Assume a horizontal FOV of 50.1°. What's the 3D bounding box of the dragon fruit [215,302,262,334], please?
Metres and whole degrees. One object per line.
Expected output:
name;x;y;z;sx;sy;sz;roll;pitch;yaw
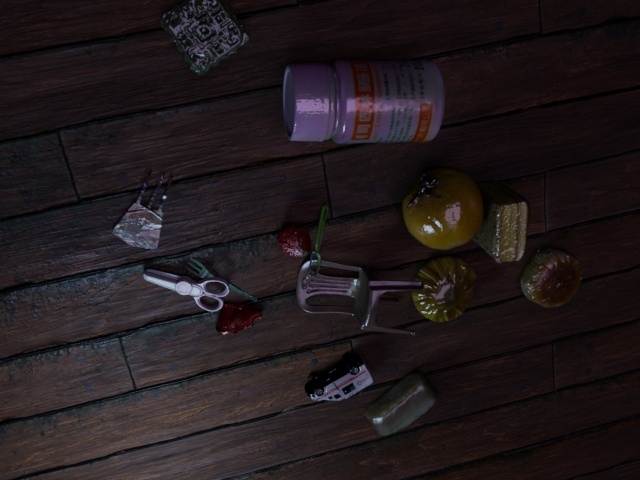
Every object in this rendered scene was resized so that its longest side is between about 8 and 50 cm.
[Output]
dragon fruit;-0.237;0.239;2.004;0.131;0.063;0.097;5;109;-14

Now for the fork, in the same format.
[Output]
fork;-0.279;0.122;1.974;0.235;0.021;0.039;31;104;-20

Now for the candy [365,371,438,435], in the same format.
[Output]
candy;0.261;0.524;2.196;0.234;0.102;0.104;-41;113;3

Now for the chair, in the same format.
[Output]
chair;0.106;0.159;1.984;0.326;0.183;0.175;2;109;-14

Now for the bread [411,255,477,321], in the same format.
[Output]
bread;0.377;0.149;2.082;0.213;0.105;0.213;-3;111;-8

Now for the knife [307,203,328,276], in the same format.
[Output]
knife;0.001;0.000;1.952;0.054;0.015;0.212;18;80;-53

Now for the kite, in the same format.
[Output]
kite;-0.475;-0.084;1.860;0.127;0.016;0.229;17;106;-21

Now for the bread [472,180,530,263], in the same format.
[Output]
bread;0.510;-0.060;1.959;0.110;0.234;0.184;-6;112;-8

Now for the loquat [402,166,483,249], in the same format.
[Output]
loquat;0.340;-0.093;1.918;0.244;0.244;0.244;-4;111;-11

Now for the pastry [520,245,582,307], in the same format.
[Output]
pastry;0.728;0.119;2.149;0.182;0.093;0.192;19;104;-21

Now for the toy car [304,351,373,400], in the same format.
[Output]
toy car;0.057;0.440;2.130;0.210;0.089;0.108;-30;118;-4

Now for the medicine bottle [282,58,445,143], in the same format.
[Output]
medicine bottle;0.106;-0.360;1.770;0.388;0.219;0.219;-2;110;-11

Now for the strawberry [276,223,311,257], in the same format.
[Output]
strawberry;-0.072;0.004;1.933;0.106;0.106;0.106;-4;111;-11

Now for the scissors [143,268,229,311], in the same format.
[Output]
scissors;-0.382;0.127;1.942;0.242;0.030;0.118;20;122;-14

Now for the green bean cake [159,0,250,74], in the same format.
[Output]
green bean cake;-0.283;-0.521;1.694;0.173;0.094;0.181;-32;112;2
